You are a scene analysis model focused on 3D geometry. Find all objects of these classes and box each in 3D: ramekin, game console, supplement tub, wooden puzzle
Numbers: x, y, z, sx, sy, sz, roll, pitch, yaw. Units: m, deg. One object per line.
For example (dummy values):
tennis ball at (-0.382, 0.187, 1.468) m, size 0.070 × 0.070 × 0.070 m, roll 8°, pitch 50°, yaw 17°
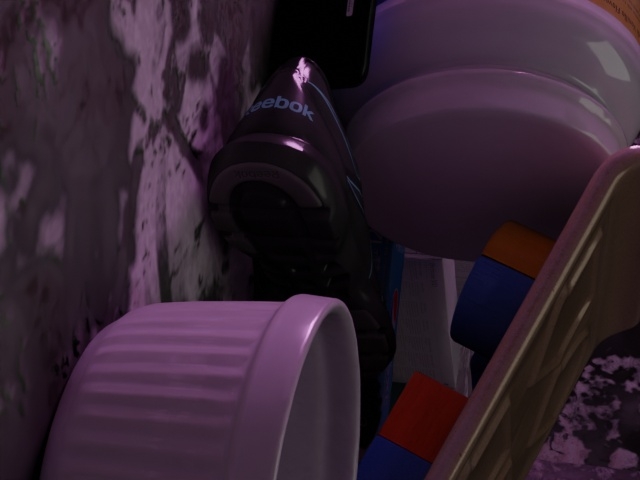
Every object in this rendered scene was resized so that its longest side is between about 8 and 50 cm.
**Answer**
ramekin at (-0.053, 0.124, 0.649) m, size 0.207 × 0.109 × 0.207 m, roll 6°, pitch 90°, yaw -78°
game console at (0.013, -0.154, 0.936) m, size 0.071 × 0.107 × 0.122 m, roll 15°, pitch 79°, yaw -49°
supplement tub at (0.125, -0.166, 1.013) m, size 0.228 × 0.228 × 0.316 m, roll 76°, pitch 17°, yaw -57°
wooden puzzle at (0.112, 0.123, 0.947) m, size 0.348 × 0.080 × 0.322 m, roll -54°, pitch 159°, yaw -15°

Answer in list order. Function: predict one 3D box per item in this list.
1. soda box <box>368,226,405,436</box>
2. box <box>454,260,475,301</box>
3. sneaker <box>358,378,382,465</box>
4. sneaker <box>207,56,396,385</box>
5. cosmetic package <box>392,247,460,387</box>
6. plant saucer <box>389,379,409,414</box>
soda box at (0.019, 0.087, 1.055) m, size 0.067 × 0.071 × 0.210 m, roll 17°, pitch 78°, yaw -78°
box at (0.121, -0.008, 1.355) m, size 0.170 × 0.130 × 0.091 m, roll 69°, pitch 29°, yaw -65°
sneaker at (-0.010, 0.183, 0.971) m, size 0.086 × 0.085 × 0.237 m, roll 123°, pitch -21°, yaw -67°
sneaker at (0.000, 0.000, 0.867) m, size 0.267 × 0.101 × 0.106 m, roll 80°, pitch 17°, yaw -53°
cosmetic package at (0.073, 0.052, 1.231) m, size 0.239 × 0.099 × 0.060 m, roll 77°, pitch 22°, yaw -57°
plant saucer at (0.071, 0.133, 1.356) m, size 0.018 × 0.067 × 0.192 m, roll 51°, pitch 36°, yaw -29°
